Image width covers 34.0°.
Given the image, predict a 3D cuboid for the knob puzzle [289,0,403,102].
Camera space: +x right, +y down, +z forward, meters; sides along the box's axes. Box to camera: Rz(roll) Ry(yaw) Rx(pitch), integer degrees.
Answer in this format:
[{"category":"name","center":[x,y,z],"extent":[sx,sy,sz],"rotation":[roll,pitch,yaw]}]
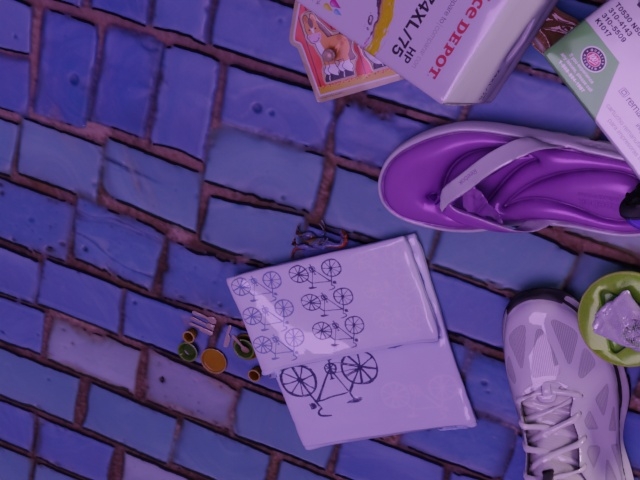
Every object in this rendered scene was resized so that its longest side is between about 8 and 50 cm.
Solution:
[{"category":"knob puzzle","center":[0.039,-0.302,1.453],"extent":[0.213,0.030,0.213],"rotation":[8,114,18]}]

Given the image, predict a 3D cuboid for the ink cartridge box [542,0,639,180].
[{"category":"ink cartridge box","center":[0.435,-0.231,1.234],"extent":[0.278,0.117,0.201],"rotation":[-38,88,16]}]

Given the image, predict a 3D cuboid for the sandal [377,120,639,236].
[{"category":"sandal","center":[0.261,-0.071,1.406],"extent":[0.416,0.102,0.169],"rotation":[1,118,26]}]

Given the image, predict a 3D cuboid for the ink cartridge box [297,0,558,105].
[{"category":"ink cartridge box","center":[0.129,-0.318,1.272],"extent":[0.270,0.197,0.198],"rotation":[38,112,17]}]

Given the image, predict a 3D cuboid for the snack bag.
[{"category":"snack bag","center":[0.048,0.175,1.644],"extent":[0.323,0.037,0.343],"rotation":[-13,107,22]}]

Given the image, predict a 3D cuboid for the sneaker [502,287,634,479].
[{"category":"sneaker","center":[0.348,0.304,1.463],"extent":[0.169,0.257,0.448],"rotation":[-11,107,25]}]

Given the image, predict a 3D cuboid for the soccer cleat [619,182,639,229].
[{"category":"soccer cleat","center":[0.527,-0.052,1.282],"extent":[0.318,0.108,0.116],"rotation":[-18,109,-2]}]

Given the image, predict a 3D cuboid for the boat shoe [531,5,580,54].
[{"category":"boat shoe","center":[0.305,-0.266,1.351],"extent":[0.063,0.059,0.170],"rotation":[-43,87,14]}]

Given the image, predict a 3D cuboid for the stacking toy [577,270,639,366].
[{"category":"stacking toy","center":[0.523,0.115,1.422],"extent":[0.309,0.130,0.279],"rotation":[-46,76,23]}]

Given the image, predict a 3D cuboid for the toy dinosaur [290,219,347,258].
[{"category":"toy dinosaur","center":[0.000,0.000,1.604],"extent":[0.082,0.047,0.090],"rotation":[17,150,4]}]

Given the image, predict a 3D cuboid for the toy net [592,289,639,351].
[{"category":"toy net","center":[0.469,0.113,1.341],"extent":[0.232,0.045,0.122],"rotation":[-12,74,33]}]

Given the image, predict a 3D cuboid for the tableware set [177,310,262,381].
[{"category":"tableware set","center":[-0.164,0.188,1.743],"extent":[0.154,0.024,0.104],"rotation":[23,118,10]}]
